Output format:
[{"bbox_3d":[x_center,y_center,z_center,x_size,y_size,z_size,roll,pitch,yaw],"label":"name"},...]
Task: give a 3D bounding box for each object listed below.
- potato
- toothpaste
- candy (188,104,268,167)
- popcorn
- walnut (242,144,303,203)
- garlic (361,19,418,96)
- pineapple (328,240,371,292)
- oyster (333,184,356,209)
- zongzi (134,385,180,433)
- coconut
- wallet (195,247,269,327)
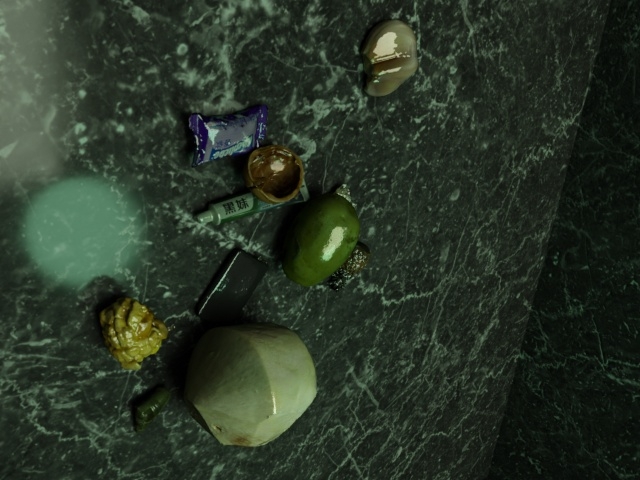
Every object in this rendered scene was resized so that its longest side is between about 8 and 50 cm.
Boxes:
[{"bbox_3d":[0.000,0.000,1.901,0.216,0.216,0.304,31,87,-48],"label":"potato"},{"bbox_3d":[-0.186,-0.113,1.763,0.392,0.061,0.098,-22,98,-37],"label":"toothpaste"},{"bbox_3d":[-0.242,-0.278,1.617,0.275,0.070,0.145,-23,133,-47],"label":"candy"},{"bbox_3d":[-0.494,0.241,1.591,0.163,0.140,0.194,-59,149,-17],"label":"popcorn"},{"bbox_3d":[-0.143,-0.177,1.729,0.211,0.087,0.167,-31,92,-46],"label":"walnut"},{"bbox_3d":[0.232,-0.575,1.911,0.228,0.110,0.217,-32,127,-29],"label":"garlic"},{"bbox_3d":[0.094,0.094,2.133,0.108,0.108,0.197,12,113,-47],"label":"pineapple"},{"bbox_3d":[0.072,-0.097,2.031,0.125,0.064,0.177,-35,130,-22],"label":"oyster"},{"bbox_3d":[-0.482,0.487,1.804,0.154,0.062,0.130,-41,157,-44],"label":"zongzi"},{"bbox_3d":[-0.220,0.426,1.793,0.415,0.344,0.415,-31,149,-21],"label":"coconut"},{"bbox_3d":[-0.263,0.141,1.835,0.149,0.044,0.250,35,85,-44],"label":"wallet"}]
